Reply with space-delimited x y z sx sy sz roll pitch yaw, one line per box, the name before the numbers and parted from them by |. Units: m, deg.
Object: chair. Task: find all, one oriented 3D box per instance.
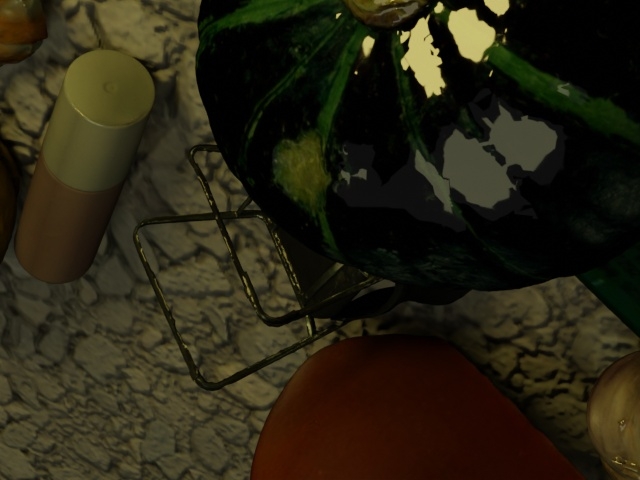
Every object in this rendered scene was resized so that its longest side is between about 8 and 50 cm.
chair | 0.000 0.000 1.411 0.145 0.221 0.140 67 150 15

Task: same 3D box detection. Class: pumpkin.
pumpkin | 0.076 -0.116 1.004 0.315 0.315 0.238 0 172 33

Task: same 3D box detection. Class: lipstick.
lipstick | -0.187 -0.052 1.483 0.070 0.070 0.254 27 148 -3

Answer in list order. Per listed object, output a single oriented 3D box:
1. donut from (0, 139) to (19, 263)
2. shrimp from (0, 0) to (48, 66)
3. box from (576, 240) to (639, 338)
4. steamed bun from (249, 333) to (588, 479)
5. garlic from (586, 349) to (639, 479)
donut | -0.359 -0.048 1.581 0.272 0.107 0.272 23 150 14
shrimp | -0.339 -0.178 1.420 0.317 0.062 0.164 3 144 26
box | 0.292 -0.042 1.149 0.264 0.106 0.336 42 143 -25
steamed bun | 0.086 0.270 1.498 0.379 0.248 0.235 45 161 31
garlic | 0.303 0.166 1.387 0.245 0.160 0.245 47 163 19
